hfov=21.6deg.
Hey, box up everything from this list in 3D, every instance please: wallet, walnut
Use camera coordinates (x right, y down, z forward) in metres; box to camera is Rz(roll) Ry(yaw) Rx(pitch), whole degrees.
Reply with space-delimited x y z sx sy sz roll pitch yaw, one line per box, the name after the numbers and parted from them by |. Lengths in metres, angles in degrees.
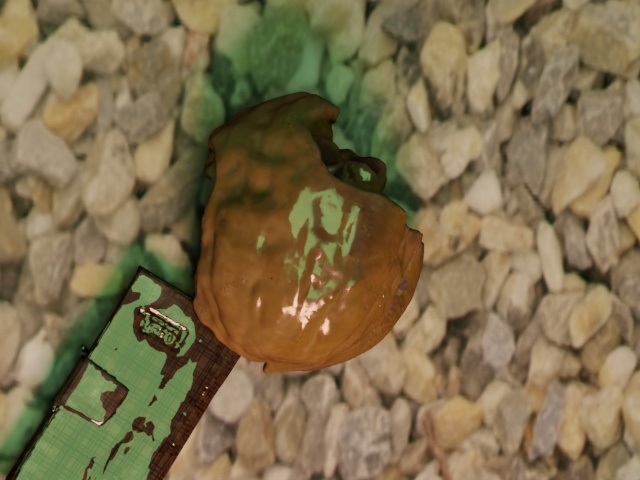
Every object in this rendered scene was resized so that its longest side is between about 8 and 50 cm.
-0.166 0.147 1.432 0.124 0.042 0.230 34 83 -18 | wallet
-0.010 0.004 1.414 0.204 0.141 0.238 -41 105 -20 | walnut
